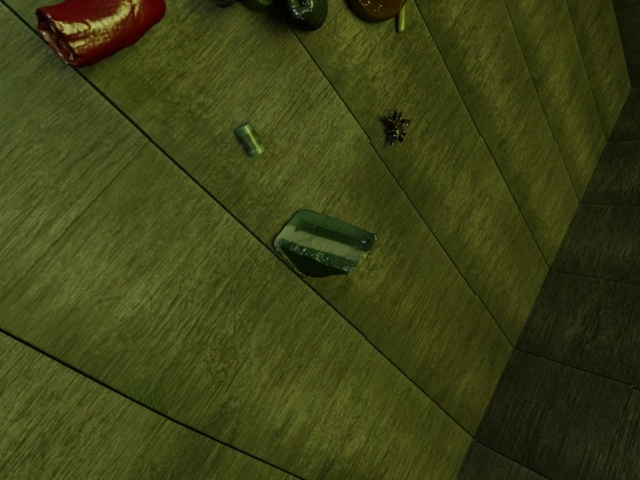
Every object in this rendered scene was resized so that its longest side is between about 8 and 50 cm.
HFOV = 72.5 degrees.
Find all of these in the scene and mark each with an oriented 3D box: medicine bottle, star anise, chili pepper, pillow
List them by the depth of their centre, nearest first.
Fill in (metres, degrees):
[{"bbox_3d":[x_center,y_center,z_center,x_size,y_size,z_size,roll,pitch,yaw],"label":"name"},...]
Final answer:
[{"bbox_3d":[-0.392,-0.483,0.888,0.338,0.135,0.131,-49,114,-22],"label":"chili pepper"},{"bbox_3d":[-0.045,-0.714,1.092,0.228,0.101,0.326,-64,147,-69],"label":"pillow"},{"bbox_3d":[-0.184,-0.267,1.150,0.047,0.047,0.083,-45,121,-25],"label":"medicine bottle"},{"bbox_3d":[0.270,-0.394,1.494,0.129,0.056,0.124,-29,114,-32],"label":"star anise"}]

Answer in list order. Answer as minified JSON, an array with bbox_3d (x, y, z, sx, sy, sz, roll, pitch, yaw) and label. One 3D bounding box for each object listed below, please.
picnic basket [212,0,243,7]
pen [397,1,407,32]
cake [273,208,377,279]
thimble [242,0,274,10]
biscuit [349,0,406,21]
[{"bbox_3d":[-0.162,-0.674,0.952,0.222,0.297,0.129,51,35,8],"label":"picnic basket"},{"bbox_3d":[0.277,-0.815,1.454,0.040,0.032,0.233,-7,102,-62],"label":"pen"},{"bbox_3d":[0.004,0.001,1.208,0.172,0.284,0.158,41,70,-18],"label":"cake"},{"bbox_3d":[-0.164,-0.643,1.099,0.084,0.062,0.110,-33,117,-34],"label":"thimble"},{"bbox_3d":[0.135,-0.852,1.313,0.314,0.063,0.367,-30,113,-28],"label":"biscuit"}]
